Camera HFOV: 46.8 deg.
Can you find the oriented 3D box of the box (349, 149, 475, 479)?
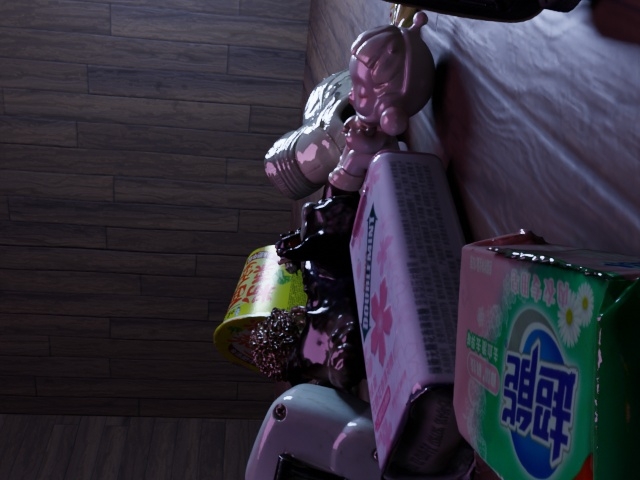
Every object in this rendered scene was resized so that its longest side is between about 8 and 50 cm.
[{"bbox_3d":[0.112,0.079,0.853,0.190,0.112,0.369,100,168,-45],"label":"box"}]

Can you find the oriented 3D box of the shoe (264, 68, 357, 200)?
[{"bbox_3d":[0.063,-0.211,1.287,0.211,0.132,0.342,-17,28,42],"label":"shoe"}]

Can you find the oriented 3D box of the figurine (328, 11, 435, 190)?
[{"bbox_3d":[0.096,-0.185,1.029,0.182,0.145,0.256,-62,-19,-54],"label":"figurine"}]

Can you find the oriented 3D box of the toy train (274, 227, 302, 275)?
[{"bbox_3d":[0.000,0.000,1.391,0.250,0.053,0.085,-27,-83,-54],"label":"toy train"}]

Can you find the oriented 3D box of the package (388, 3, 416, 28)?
[{"bbox_3d":[0.131,-0.359,1.182,0.108,0.031,0.120,174,104,-82],"label":"package"}]

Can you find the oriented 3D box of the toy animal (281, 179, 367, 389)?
[{"bbox_3d":[0.039,0.065,1.144,0.302,0.194,0.344,101,168,-84],"label":"toy animal"}]

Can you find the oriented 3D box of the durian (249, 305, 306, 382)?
[{"bbox_3d":[-0.059,0.220,1.496,0.196,0.196,0.167,103,158,-55],"label":"durian"}]

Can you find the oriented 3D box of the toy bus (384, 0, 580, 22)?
[{"bbox_3d":[0.145,-0.313,0.486,0.365,0.177,0.201,121,155,-68],"label":"toy bus"}]

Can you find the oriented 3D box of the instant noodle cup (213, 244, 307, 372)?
[{"bbox_3d":[-0.086,0.165,1.761,0.311,0.311,0.221,103,178,-55],"label":"instant noodle cup"}]

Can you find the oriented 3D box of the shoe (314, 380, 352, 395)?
[{"bbox_3d":[0.024,0.357,1.457,0.125,0.099,0.227,101,174,-63],"label":"shoe"}]

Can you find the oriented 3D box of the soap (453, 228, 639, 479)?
[{"bbox_3d":[0.162,0.090,0.472,0.273,0.098,0.217,-143,50,-84],"label":"soap"}]

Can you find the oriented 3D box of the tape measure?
[{"bbox_3d":[0.016,0.335,1.006,0.125,0.246,0.243,-17,-62,-68],"label":"tape measure"}]
